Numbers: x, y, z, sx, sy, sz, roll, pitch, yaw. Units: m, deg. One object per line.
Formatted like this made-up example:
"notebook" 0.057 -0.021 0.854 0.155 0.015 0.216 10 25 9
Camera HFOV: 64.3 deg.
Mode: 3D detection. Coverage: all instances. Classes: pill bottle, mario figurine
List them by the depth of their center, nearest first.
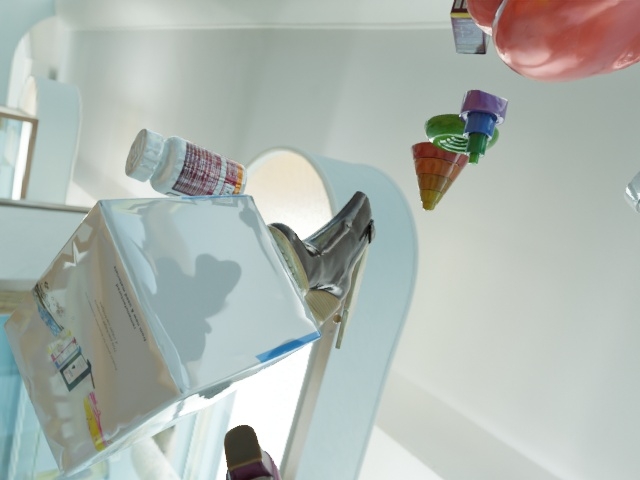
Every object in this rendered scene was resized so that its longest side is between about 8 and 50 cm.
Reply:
"mario figurine" 0.199 -0.260 0.418 0.170 0.198 0.320 -4 -136 47
"pill bottle" -0.272 -0.140 1.043 0.121 0.221 0.121 -27 -127 43

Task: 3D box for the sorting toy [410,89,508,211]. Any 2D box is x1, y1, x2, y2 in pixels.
"sorting toy" 0.229 -0.133 0.896 0.365 0.127 0.126 97 7 -83

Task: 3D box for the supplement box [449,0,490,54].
"supplement box" 0.200 -0.293 0.668 0.043 0.083 0.055 11 -103 24

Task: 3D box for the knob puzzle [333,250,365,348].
"knob puzzle" 0.058 0.081 0.967 0.030 0.213 0.213 15 -81 9

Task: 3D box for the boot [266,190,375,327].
"boot" 0.000 0.000 0.713 0.090 0.248 0.207 21 -119 25

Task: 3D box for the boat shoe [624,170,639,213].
"boat shoe" 0.476 -0.077 0.614 0.113 0.306 0.105 -23 -111 -1

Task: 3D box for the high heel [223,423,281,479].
"high heel" -0.082 0.476 0.754 0.377 0.127 0.181 -103 -176 -53

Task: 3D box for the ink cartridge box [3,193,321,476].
"ink cartridge box" -0.159 0.088 0.497 0.232 0.171 0.168 -38 -106 34
